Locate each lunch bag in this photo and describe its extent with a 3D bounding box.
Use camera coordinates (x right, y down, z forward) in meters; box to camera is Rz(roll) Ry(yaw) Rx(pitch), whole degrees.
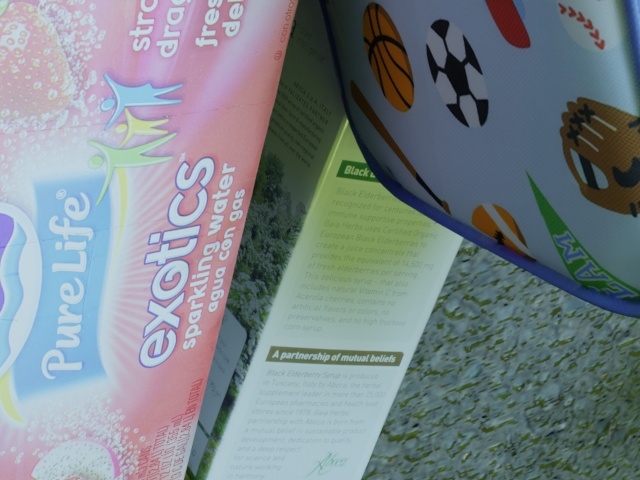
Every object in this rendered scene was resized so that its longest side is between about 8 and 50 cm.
[{"bbox_3d":[0.060,-0.141,0.428,0.115,0.243,0.303,-22,117,-18],"label":"lunch bag"}]

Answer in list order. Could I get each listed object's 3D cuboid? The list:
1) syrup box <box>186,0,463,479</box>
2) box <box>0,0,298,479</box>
[{"bbox_3d":[0.000,0.000,0.652,0.096,0.093,0.237,7,114,-35],"label":"syrup box"},{"bbox_3d":[-0.125,-0.021,0.500,0.142,0.154,0.300,-12,128,-42],"label":"box"}]
